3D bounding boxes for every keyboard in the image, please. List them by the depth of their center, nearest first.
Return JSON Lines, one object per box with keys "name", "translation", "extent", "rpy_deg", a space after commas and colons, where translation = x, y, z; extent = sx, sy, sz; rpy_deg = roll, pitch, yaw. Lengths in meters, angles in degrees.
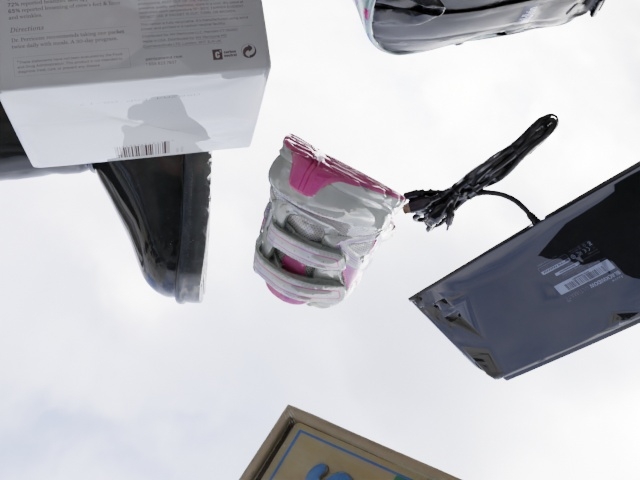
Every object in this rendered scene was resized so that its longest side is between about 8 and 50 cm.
{"name": "keyboard", "translation": [0.188, -0.006, 0.789], "extent": [0.201, 0.317, 0.033], "rpy_deg": [45, -136, -10]}

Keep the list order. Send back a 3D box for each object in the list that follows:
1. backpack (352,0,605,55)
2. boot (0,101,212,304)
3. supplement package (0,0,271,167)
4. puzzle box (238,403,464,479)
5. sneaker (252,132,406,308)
{"name": "backpack", "translation": [0.140, -0.292, 0.941], "extent": [0.254, 0.225, 0.191], "rpy_deg": [-20, -112, -17]}
{"name": "boot", "translation": [-0.344, -0.085, 1.076], "extent": [0.445, 0.146, 0.367], "rpy_deg": [1, -130, -9]}
{"name": "supplement package", "translation": [-0.163, -0.220, 0.823], "extent": [0.199, 0.198, 0.262], "rpy_deg": [-7, -101, -10]}
{"name": "puzzle box", "translation": [-0.007, 0.324, 0.648], "extent": [0.272, 0.052, 0.409], "rpy_deg": [19, -125, 23]}
{"name": "sneaker", "translation": [0.000, 0.000, 0.792], "extent": [0.103, 0.252, 0.111], "rpy_deg": [30, -98, 14]}
